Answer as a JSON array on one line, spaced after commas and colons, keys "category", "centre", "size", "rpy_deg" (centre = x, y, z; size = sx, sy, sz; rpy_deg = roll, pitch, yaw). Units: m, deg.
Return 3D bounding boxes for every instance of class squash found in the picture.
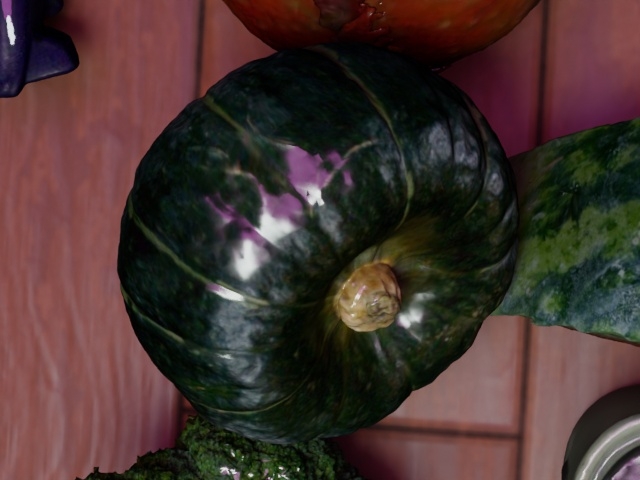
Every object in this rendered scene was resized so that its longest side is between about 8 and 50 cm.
[{"category": "squash", "centre": [0.000, 0.000, 1.024], "size": [0.252, 0.252, 0.165], "rpy_deg": [-46, 55, 4]}]

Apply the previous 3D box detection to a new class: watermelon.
[{"category": "watermelon", "centre": [0.218, 0.019, 1.108], "size": [0.231, 0.310, 0.193], "rpy_deg": [-8, 86, -30]}]

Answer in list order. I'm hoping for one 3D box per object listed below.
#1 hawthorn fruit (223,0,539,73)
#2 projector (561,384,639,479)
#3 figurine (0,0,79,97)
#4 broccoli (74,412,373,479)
[{"category": "hawthorn fruit", "centre": [0.046, -0.260, 1.094], "size": [0.316, 0.316, 0.316], "rpy_deg": [0, 88, 8]}, {"category": "projector", "centre": [0.271, 0.223, 1.058], "size": [0.248, 0.249, 0.248], "rpy_deg": [3, 89, 8]}, {"category": "figurine", "centre": [-0.379, -0.112, 1.222], "size": [0.420, 0.154, 0.193], "rpy_deg": [-9, 121, 0]}, {"category": "broccoli", "centre": [-0.074, 0.265, 1.117], "size": [0.283, 0.304, 0.321], "rpy_deg": [-13, 83, 38]}]
